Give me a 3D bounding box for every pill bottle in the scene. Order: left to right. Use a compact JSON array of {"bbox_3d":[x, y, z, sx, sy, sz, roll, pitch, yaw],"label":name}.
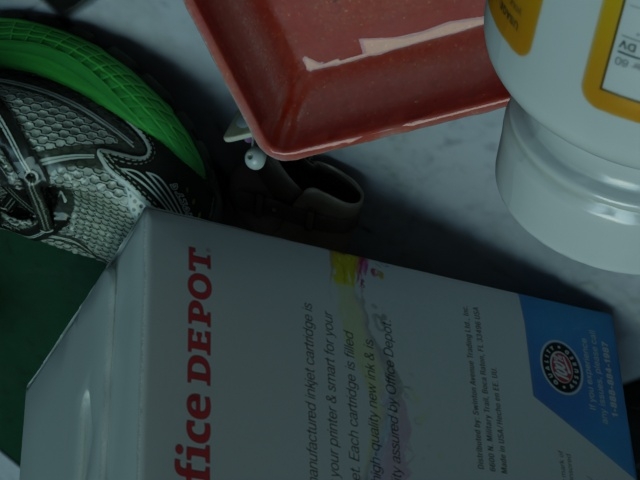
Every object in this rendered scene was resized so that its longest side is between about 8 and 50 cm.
[{"bbox_3d":[0.132,-0.110,0.588,0.136,0.136,0.246,16,133,8],"label":"pill bottle"}]

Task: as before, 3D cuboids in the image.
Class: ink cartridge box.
[{"bbox_3d":[-0.002,0.138,0.863,0.270,0.198,0.197,14,143,-22],"label":"ink cartridge box"}]

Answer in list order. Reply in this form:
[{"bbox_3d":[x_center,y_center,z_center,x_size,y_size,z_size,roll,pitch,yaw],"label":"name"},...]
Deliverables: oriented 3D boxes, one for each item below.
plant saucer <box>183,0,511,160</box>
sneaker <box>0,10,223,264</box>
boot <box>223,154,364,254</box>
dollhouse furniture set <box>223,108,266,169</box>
[{"bbox_3d":[0.049,-0.169,0.670,0.258,0.048,0.259,-13,129,19],"label":"plant saucer"},{"bbox_3d":[-0.217,-0.038,0.877,0.343,0.146,0.134,14,137,7],"label":"sneaker"},{"bbox_3d":[0.000,0.000,0.901,0.118,0.042,0.087,30,136,-9],"label":"boot"},{"bbox_3d":[0.002,-0.084,0.782,0.114,0.081,0.091,-10,129,32],"label":"dollhouse furniture set"}]
